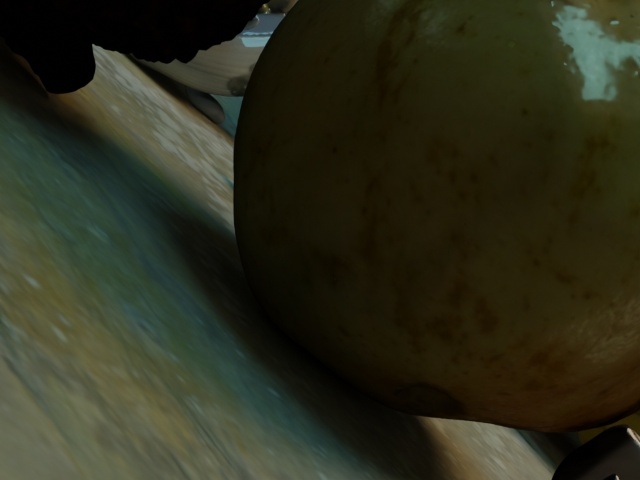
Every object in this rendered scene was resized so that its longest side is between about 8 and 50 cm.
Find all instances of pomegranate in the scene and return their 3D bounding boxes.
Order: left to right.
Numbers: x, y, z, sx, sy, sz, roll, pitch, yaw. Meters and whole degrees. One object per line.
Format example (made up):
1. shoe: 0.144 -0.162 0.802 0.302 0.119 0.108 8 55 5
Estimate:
1. pomegranate: 0.120 -0.051 0.985 0.342 0.342 0.342 41 9 -8

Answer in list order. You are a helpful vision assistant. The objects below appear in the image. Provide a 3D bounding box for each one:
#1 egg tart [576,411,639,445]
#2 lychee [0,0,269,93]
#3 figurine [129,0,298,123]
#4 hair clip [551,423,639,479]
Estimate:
1. egg tart: 0.281 0.146 1.418 0.315 0.120 0.315 52 11 -15
2. lychee: -0.147 -0.253 0.989 0.306 0.330 0.306 11 10 -2
3. figurine: -0.087 -0.197 1.428 0.208 0.128 0.184 -24 62 -40
4. hair clip: 0.265 0.264 0.991 0.331 0.085 0.101 48 11 -6
